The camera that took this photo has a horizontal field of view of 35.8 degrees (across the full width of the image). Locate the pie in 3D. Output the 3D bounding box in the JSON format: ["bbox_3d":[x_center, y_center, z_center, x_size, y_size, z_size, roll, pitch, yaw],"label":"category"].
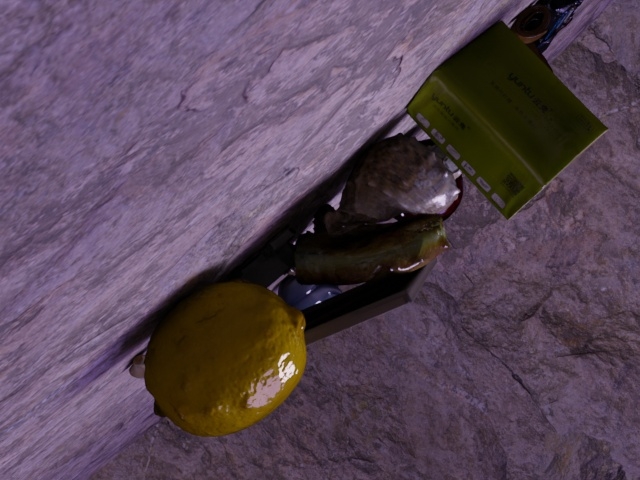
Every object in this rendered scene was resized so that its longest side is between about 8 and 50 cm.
[{"bbox_3d":[0.103,0.020,1.892,0.288,0.103,0.354,-10,-175,14],"label":"pie"}]

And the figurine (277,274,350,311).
[{"bbox_3d":[0.000,0.124,2.840,0.265,0.197,0.175,-36,149,-18],"label":"figurine"}]

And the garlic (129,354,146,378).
[{"bbox_3d":[-0.333,0.235,1.869,0.083,0.053,0.041,118,-24,-63],"label":"garlic"}]

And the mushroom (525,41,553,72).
[{"bbox_3d":[0.368,-0.274,2.048,0.283,0.195,0.263,-43,-179,14],"label":"mushroom"}]

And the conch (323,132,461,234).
[{"bbox_3d":[0.133,-0.117,1.857,0.291,0.159,0.210,-15,-170,-3],"label":"conch"}]

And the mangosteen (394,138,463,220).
[{"bbox_3d":[0.221,-0.129,2.163,0.210,0.210,0.210,-42,175,-4],"label":"mangosteen"}]

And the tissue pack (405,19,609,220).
[{"bbox_3d":[0.327,-0.214,1.759,0.200,0.275,0.167,-39,173,-28],"label":"tissue pack"}]

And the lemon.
[{"bbox_3d":[-0.159,0.196,1.676,0.284,0.260,0.260,-44,175,25],"label":"lemon"}]

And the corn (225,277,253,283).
[{"bbox_3d":[-0.215,0.167,1.903,0.102,0.102,0.313,-36,169,-50],"label":"corn"}]

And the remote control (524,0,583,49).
[{"bbox_3d":[0.479,-0.455,2.100,0.144,0.062,0.399,-42,175,-5],"label":"remote control"}]

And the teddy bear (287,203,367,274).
[{"bbox_3d":[0.004,0.018,2.104,0.181,0.129,0.251,4,155,-28],"label":"teddy bear"}]

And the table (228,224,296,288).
[{"bbox_3d":[-0.114,0.060,1.951,0.146,0.062,0.175,-39,176,-27],"label":"table"}]

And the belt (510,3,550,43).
[{"bbox_3d":[0.403,-0.412,1.894,0.083,0.059,0.036,-42,175,-15],"label":"belt"}]

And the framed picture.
[{"bbox_3d":[0.005,0.151,1.919,0.446,0.028,0.326,-24,-176,19],"label":"framed picture"}]
